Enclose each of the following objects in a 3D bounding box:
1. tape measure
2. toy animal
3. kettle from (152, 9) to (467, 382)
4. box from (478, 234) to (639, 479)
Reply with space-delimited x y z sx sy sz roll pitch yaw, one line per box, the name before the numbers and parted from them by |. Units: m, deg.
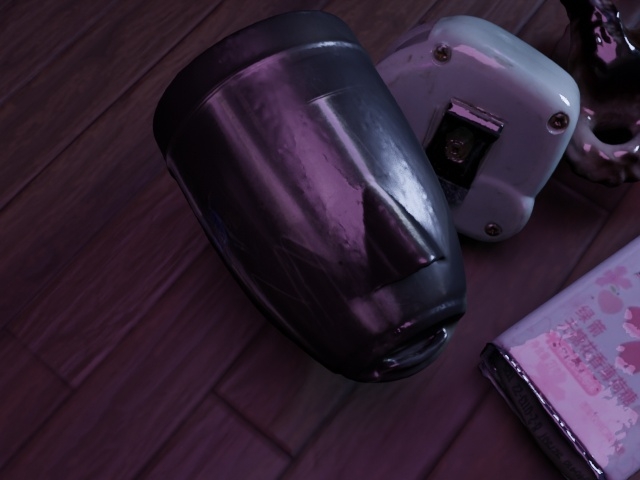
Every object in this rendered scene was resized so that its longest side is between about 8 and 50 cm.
tape measure | 0.144 -0.120 0.832 0.243 0.246 0.125 22 41 6
toy animal | 0.438 -0.183 0.879 0.344 0.194 0.302 3 61 6
kettle | 0.000 0.000 0.737 0.228 0.321 0.324 -22 71 -25
box | 0.367 0.098 0.800 0.370 0.112 0.190 -32 69 -10
